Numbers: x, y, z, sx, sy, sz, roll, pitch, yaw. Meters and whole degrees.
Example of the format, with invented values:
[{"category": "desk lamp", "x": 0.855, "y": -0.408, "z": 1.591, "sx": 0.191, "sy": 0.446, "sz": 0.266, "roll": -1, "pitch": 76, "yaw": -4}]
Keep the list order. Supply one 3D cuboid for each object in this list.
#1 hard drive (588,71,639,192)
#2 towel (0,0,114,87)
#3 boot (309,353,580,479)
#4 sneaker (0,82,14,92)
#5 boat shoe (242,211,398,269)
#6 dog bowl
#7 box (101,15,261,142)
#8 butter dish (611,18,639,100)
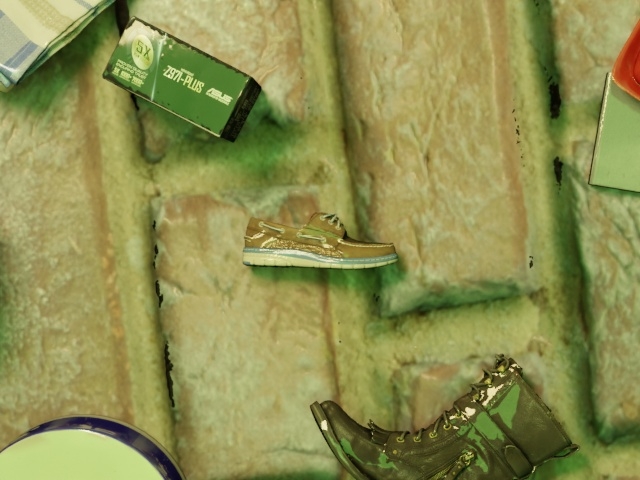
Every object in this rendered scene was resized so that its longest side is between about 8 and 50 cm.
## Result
[{"category": "hard drive", "x": 0.373, "y": -0.125, "z": 1.727, "sx": 0.094, "sy": 0.022, "sz": 0.135, "roll": 9, "pitch": 91, "yaw": 1}, {"category": "towel", "x": -0.324, "y": -0.333, "z": 1.681, "sx": 0.209, "sy": 0.034, "sz": 0.285, "roll": 45, "pitch": 70, "yaw": -3}, {"category": "boot", "x": 0.143, "y": 0.219, "z": 1.717, "sx": 0.263, "sy": 0.091, "sz": 0.229, "roll": 45, "pitch": 86, "yaw": -4}, {"category": "sneaker", "x": -0.423, "y": -0.310, "z": 1.700, "sx": 0.123, "sy": 0.106, "sz": 0.290, "roll": -37, "pitch": 89, "yaw": 4}, {"category": "boat shoe", "x": 0.000, "y": 0.000, "z": 1.716, "sx": 0.183, "sy": 0.066, "sz": 0.066, "roll": 1, "pitch": 90, "yaw": 1}, {"category": "dog bowl", "x": -0.281, "y": 0.339, "z": 1.710, "sx": 0.264, "sy": 0.104, "sz": 0.265, "roll": 0, "pitch": 91, "yaw": 1}, {"category": "box", "x": -0.152, "y": -0.179, "z": 1.659, "sx": 0.147, "sy": 0.180, "sz": 0.077, "roll": 28, "pitch": 92, "yaw": 1}, {"category": "butter dish", "x": 0.439, "y": -0.217, "z": 1.663, "sx": 0.160, "sy": 0.118, "sz": 0.160, "roll": 33, "pitch": 72, "yaw": 0}]
